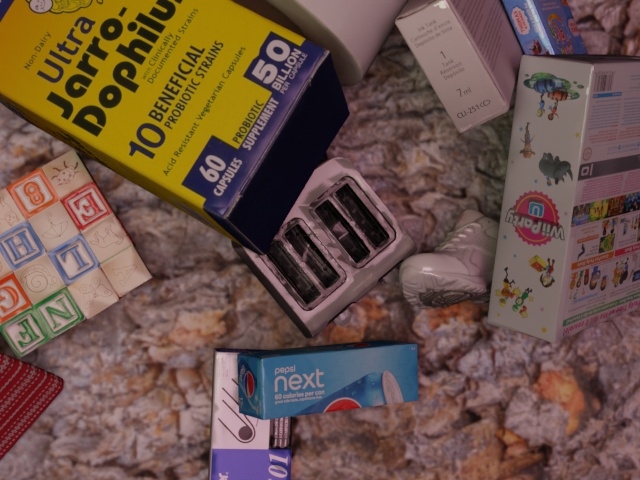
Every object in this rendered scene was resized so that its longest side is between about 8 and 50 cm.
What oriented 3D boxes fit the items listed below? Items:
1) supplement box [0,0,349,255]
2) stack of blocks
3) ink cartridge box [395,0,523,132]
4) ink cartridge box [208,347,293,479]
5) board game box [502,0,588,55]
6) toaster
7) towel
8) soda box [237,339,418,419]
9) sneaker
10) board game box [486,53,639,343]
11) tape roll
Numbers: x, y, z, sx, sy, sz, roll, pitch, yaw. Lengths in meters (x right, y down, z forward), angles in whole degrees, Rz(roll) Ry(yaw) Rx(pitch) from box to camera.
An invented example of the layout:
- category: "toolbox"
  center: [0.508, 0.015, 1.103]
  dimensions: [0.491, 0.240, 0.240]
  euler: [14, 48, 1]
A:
- category: "supplement box"
  center: [-0.176, -0.164, 1.053]
  dimensions: [0.356, 0.195, 0.194]
  euler: [29, 84, 13]
- category: "stack of blocks"
  center: [-0.360, 0.047, 1.128]
  dimensions: [0.297, 0.087, 0.171]
  euler: [-31, 94, -8]
- category: "ink cartridge box"
  center: [0.138, -0.290, 1.098]
  dimensions: [0.066, 0.296, 0.261]
  euler: [-24, 108, 25]
- category: "ink cartridge box"
  center: [-0.083, 0.234, 1.192]
  dimensions: [0.097, 0.046, 0.207]
  euler: [3, 88, -9]
- category: "board game box"
  center: [0.252, -0.310, 1.204]
  dimensions: [0.039, 0.160, 0.211]
  euler: [-23, 93, 30]
- category: "toaster"
  center: [0.000, 0.000, 1.177]
  dimensions: [0.168, 0.110, 0.185]
  euler: [-39, 95, -8]
- category: "towel"
  center: [-0.395, 0.193, 1.042]
  dimensions: [0.031, 0.275, 0.199]
  euler: [40, 84, 20]
- category: "soda box"
  center: [0.011, 0.160, 1.164]
  dimensions: [0.210, 0.067, 0.071]
  euler: [-2, 90, -29]
- category: "sneaker"
  center: [0.168, 0.019, 1.191]
  dimensions: [0.232, 0.090, 0.115]
  euler: [4, 69, -48]
- category: "board game box"
  center: [0.305, -0.057, 1.141]
  dimensions: [0.224, 0.097, 0.303]
  euler: [-11, 110, -45]
- category: "tape roll"
  center: [-0.051, -0.288, 1.087]
  dimensions: [0.286, 0.286, 0.100]
  euler: [32, 85, -7]
